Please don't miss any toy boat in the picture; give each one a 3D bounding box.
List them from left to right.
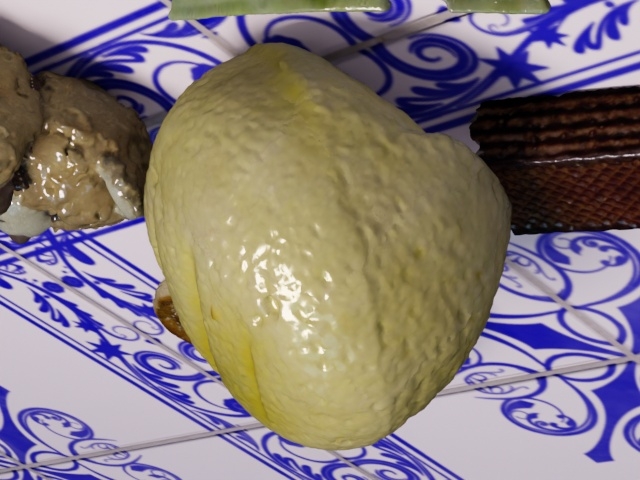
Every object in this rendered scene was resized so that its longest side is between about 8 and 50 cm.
[{"bbox_3d":[0.021,-0.189,1.336,0.293,0.093,0.055,1,131,25],"label":"toy boat"}]

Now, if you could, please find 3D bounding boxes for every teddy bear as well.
[{"bbox_3d":[-0.259,-0.086,1.603,0.256,0.156,0.267,29,-171,-23],"label":"teddy bear"}]

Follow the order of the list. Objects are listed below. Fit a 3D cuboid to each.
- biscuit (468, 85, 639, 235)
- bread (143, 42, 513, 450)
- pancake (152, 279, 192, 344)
[{"bbox_3d":[0.235,-0.063,1.478,0.252,0.070,0.106,-2,146,31],"label":"biscuit"},{"bbox_3d":[-0.008,0.008,1.503,0.320,0.237,0.320,36,156,18],"label":"bread"},{"bbox_3d":[-0.101,0.087,1.965,0.158,0.028,0.158,20,157,9],"label":"pancake"}]
